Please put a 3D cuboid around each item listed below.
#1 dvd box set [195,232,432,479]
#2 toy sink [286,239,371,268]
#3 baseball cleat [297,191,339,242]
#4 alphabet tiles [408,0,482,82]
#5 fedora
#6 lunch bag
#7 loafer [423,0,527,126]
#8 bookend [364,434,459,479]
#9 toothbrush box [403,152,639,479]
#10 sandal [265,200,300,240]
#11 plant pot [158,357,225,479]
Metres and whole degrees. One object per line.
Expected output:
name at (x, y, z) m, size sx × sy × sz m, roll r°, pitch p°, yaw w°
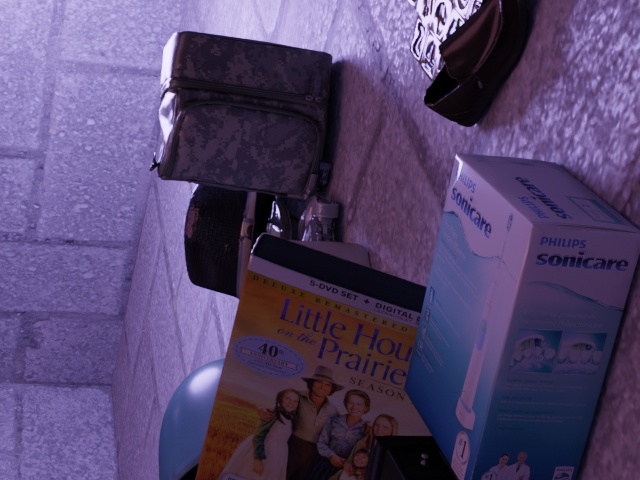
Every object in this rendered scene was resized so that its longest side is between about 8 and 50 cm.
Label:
dvd box set at (0.019, 0.216, 1.583) m, size 0.062 × 0.307 × 0.421 m, roll -66°, pitch -6°, yaw -56°
toy sink at (0.000, 0.132, 1.904) m, size 0.131 × 0.152 × 0.234 m, roll 113°, pitch 154°, yaw -47°
baseball cleat at (0.000, 0.000, 2.064) m, size 0.206 × 0.072 × 0.109 m, roll -107°, pitch 28°, yaw -46°
alphabet tiles at (0.184, -0.377, 1.650) m, size 0.285 × 0.011 × 0.343 m, roll -113°, pitch 32°, yaw -57°
fedora at (-0.174, -0.019, 2.371) m, size 0.334 × 0.152 × 0.334 m, roll 8°, pitch -90°, yaw -88°
lunch bag at (-0.133, -0.210, 2.164) m, size 0.212 × 0.305 × 0.256 m, roll -178°, pitch 95°, yaw -75°
loafer at (0.183, -0.223, 1.503) m, size 0.220 × 0.078 × 0.080 m, roll 110°, pitch 156°, yaw -43°
bookend at (0.147, 0.287, 1.386) m, size 0.156 × 0.157 × 0.072 m, roll -122°, pitch 39°, yaw -63°
toothbrush box at (0.201, 0.082, 1.304) m, size 0.216 × 0.126 × 0.296 m, roll -123°, pitch 40°, yaw -64°
sandal at (-0.057, -0.003, 2.247) m, size 0.303 × 0.086 × 0.120 m, roll 125°, pitch 156°, yaw -89°
plant pot at (-0.130, 0.332, 2.016) m, size 0.235 × 0.292 × 0.293 m, roll -112°, pitch 30°, yaw -47°
